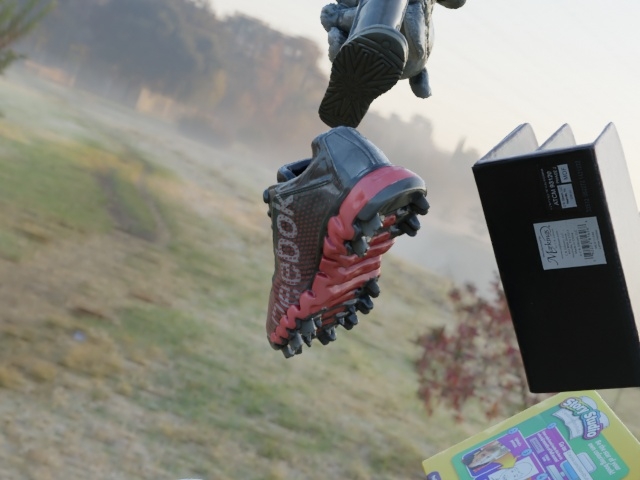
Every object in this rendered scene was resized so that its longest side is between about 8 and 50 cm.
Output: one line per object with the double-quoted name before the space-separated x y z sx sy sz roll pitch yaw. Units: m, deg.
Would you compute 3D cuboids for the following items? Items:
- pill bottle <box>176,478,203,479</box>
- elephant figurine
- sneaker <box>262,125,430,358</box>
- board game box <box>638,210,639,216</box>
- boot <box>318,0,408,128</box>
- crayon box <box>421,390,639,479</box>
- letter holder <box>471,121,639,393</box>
"pill bottle" -0.123 0.377 1.268 0.176 0.176 0.318 22 -34 19
"elephant figurine" 0.103 -0.306 1.592 0.186 0.169 0.239 3 -14 -21
"sneaker" 0.000 0.000 1.158 0.097 0.276 0.135 -20 62 -36
"board game box" 0.497 0.025 1.840 0.146 0.045 0.193 10 35 6
"boot" 0.069 -0.242 1.374 0.076 0.208 0.189 32 -32 -9
"crayon box" 0.343 0.386 1.882 0.106 0.313 0.363 64 2 -16
"letter holder" 0.326 0.006 1.528 0.152 0.302 0.214 -8 16 30
